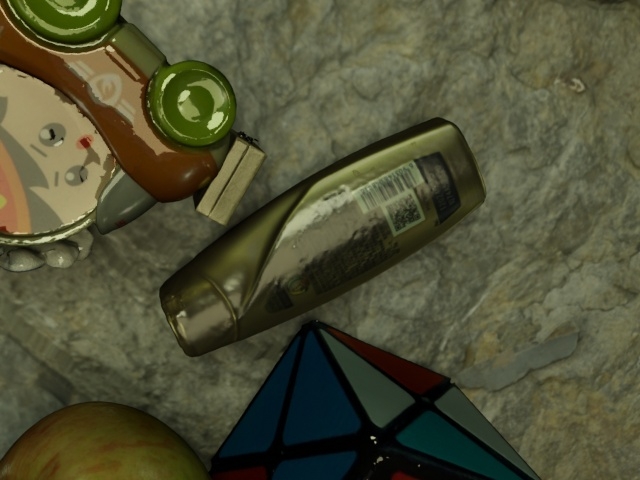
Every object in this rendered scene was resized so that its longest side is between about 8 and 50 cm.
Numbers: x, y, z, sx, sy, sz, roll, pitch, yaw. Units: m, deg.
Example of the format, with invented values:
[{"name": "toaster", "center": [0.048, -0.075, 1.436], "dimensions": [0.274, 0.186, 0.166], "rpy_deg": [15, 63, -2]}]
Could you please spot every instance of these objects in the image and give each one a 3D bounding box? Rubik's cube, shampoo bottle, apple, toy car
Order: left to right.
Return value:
[{"name": "toy car", "center": [-0.202, -0.089, 0.447], "dimensions": [0.235, 0.145, 0.235], "rpy_deg": [-4, 100, -21]}, {"name": "apple", "center": [-0.214, 0.282, 0.534], "dimensions": [0.194, 0.261, 0.261], "rpy_deg": [29, 98, -46]}, {"name": "shampoo bottle", "center": [0.000, 0.000, 0.587], "dimensions": [0.350, 0.084, 0.125], "rpy_deg": [-31, 110, -4]}, {"name": "Rubik's cube", "center": [0.048, 0.270, 0.600], "dimensions": [0.250, 0.246, 0.248], "rpy_deg": [27, 100, -23]}]

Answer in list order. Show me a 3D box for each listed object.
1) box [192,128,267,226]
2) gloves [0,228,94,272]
[{"name": "box", "center": [-0.089, -0.065, 0.543], "dimensions": [0.035, 0.079, 0.083], "rpy_deg": [29, 99, -21]}, {"name": "gloves", "center": [-0.308, -0.040, 0.481], "dimensions": [0.229, 0.097, 0.119], "rpy_deg": [31, 100, -17]}]
